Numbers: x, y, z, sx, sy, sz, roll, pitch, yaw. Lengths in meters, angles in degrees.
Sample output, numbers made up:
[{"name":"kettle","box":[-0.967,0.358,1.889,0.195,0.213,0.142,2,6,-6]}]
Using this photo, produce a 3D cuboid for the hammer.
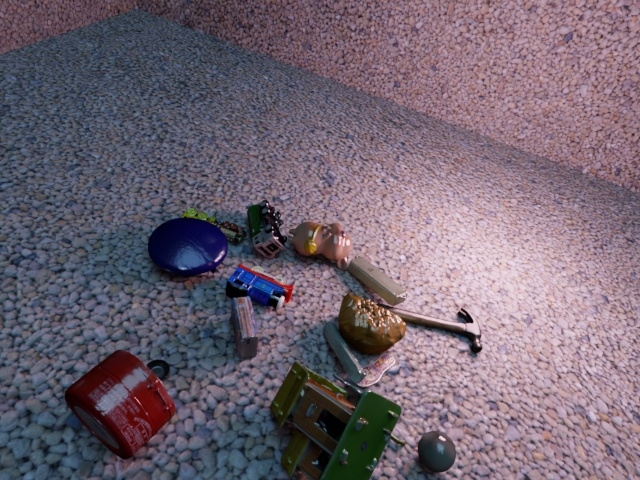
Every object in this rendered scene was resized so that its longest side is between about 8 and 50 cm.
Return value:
[{"name":"hammer","box":[0.362,0.282,1.555,0.441,0.044,0.168,13,43,-6]}]

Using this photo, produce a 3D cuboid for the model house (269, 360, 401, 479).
[{"name":"model house","box":[0.020,0.502,1.161,0.324,0.340,0.300,20,75,43]}]

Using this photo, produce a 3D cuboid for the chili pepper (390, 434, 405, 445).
[{"name":"chili pepper","box":[0.207,0.553,1.240,0.030,0.017,0.083,-20,54,-36]}]

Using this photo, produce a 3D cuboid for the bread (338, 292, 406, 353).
[{"name":"bread","box":[0.153,0.290,1.419,0.229,0.143,0.139,25,54,13]}]

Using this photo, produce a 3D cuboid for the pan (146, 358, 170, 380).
[{"name":"pan","box":[-0.478,0.365,1.203,0.116,0.023,0.068,4,45,-18]}]

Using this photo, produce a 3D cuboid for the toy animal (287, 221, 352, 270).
[{"name":"toy animal","box":[-0.001,0.003,1.658,0.248,0.149,0.164,16,58,-12]}]

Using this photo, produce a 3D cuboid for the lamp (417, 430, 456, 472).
[{"name":"lamp","box":[0.318,0.577,1.189,0.105,0.105,0.105,9,43,-9]}]

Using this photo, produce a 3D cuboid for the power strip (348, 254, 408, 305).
[{"name":"power strip","box":[0.209,0.148,1.606,0.078,0.052,0.272,-17,43,-39]}]

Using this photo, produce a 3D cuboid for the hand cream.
[{"name":"hand cream","box":[-0.475,0.390,1.034,0.230,0.230,0.149,31,45,14]}]

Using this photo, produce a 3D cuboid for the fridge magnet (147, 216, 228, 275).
[{"name":"fridge magnet","box":[-0.456,0.022,1.505,0.266,0.112,0.265,10,42,-9]}]

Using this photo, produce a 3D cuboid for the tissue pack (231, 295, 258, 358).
[{"name":"tissue pack","box":[-0.230,0.264,1.323,0.065,0.115,0.155,-4,47,-18]}]

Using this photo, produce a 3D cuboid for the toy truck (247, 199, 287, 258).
[{"name":"toy truck","box":[-0.214,-0.051,1.661,0.125,0.101,0.242,-31,46,13]}]

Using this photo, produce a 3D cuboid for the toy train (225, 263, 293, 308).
[{"name":"toy train","box":[-0.205,0.163,1.464,0.204,0.082,0.131,23,42,9]}]

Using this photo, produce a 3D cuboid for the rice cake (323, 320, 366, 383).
[{"name":"rice cake","box":[0.070,0.343,1.346,0.042,0.045,0.245,34,10,-36]}]

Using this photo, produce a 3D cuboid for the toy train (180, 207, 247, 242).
[{"name":"toy train","box":[-0.402,-0.052,1.647,0.250,0.053,0.085,20,51,2]}]

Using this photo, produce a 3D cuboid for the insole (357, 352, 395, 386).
[{"name":"insole","box":[0.173,0.407,1.366,0.065,0.004,0.197,37,36,29]}]
